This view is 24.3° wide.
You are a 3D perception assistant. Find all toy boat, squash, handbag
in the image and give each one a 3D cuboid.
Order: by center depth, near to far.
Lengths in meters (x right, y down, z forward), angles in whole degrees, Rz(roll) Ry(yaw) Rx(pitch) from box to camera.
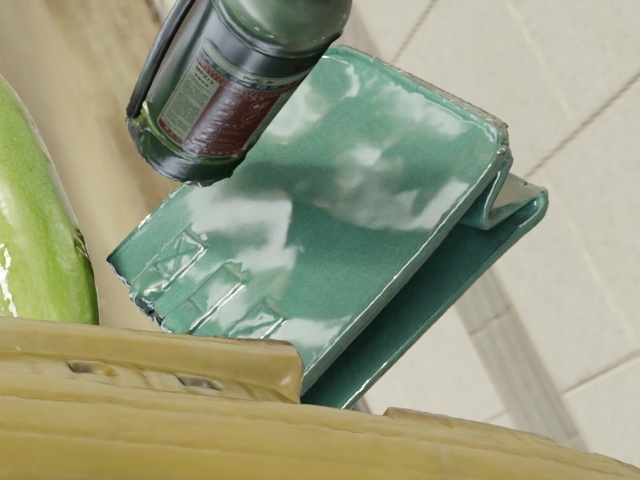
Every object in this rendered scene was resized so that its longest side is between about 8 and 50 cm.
[{"bbox_3d":[-0.039,0.074,0.382,0.121,0.321,0.089,-135,55,-62],"label":"toy boat"},{"bbox_3d":[-0.229,0.000,1.080,0.370,0.118,0.118,58,159,29],"label":"squash"},{"bbox_3d":[0.004,0.001,1.104,0.269,0.274,0.100,32,167,50],"label":"handbag"}]

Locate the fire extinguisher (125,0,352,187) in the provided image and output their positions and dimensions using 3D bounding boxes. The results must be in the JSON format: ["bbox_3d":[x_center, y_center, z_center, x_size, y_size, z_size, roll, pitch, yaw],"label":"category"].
[{"bbox_3d":[-0.045,-0.129,0.946,0.294,0.118,0.093,135,141,-60],"label":"fire extinguisher"}]
